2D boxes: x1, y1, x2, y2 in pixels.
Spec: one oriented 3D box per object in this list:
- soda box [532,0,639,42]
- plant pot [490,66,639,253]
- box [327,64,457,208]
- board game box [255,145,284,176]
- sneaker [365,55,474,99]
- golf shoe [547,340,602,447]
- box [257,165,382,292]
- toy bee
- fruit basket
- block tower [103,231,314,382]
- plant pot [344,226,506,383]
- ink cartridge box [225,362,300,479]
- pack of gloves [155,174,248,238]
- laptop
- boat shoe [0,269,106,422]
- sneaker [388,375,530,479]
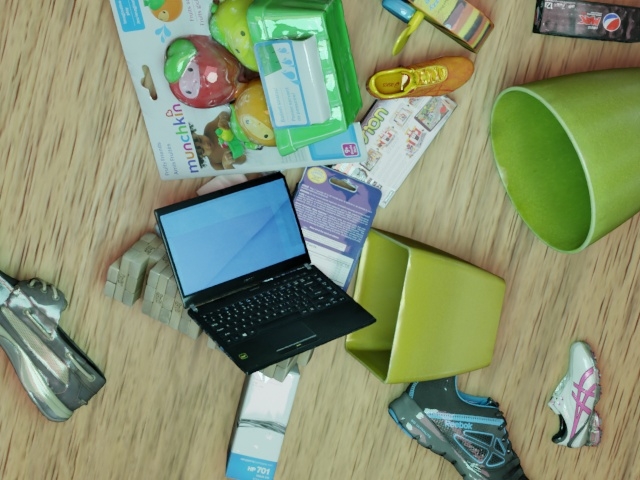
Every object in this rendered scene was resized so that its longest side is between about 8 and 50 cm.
[{"bbox_3d":[0.431,-0.354,1.881,0.169,0.053,0.060,5,98,-4],"label":"soda box"},{"bbox_3d":[0.464,-0.159,1.825,0.294,0.275,0.274,-22,99,-15],"label":"plant pot"},{"bbox_3d":[0.116,-0.168,1.894,0.114,0.036,0.207,35,94,-8],"label":"box"},{"bbox_3d":[-0.073,-0.157,1.890,0.090,0.020,0.090,-32,100,1],"label":"board game box"},{"bbox_3d":[0.159,-0.250,1.833,0.175,0.067,0.064,-15,97,-3],"label":"sneaker"},{"bbox_3d":[0.426,0.261,1.962,0.086,0.067,0.186,-3,99,-2],"label":"golf shoe"},{"bbox_3d":[0.000,0.000,1.870,0.136,0.036,0.225,22,88,-10],"label":"box"},{"bbox_3d":[0.139,-0.380,1.803,0.298,0.162,0.195,11,99,-6],"label":"toy bee"},{"bbox_3d":[-0.127,-0.245,1.764,0.353,0.165,0.327,-6,116,13],"label":"fruit basket"},{"bbox_3d":[-0.168,0.102,1.824,0.335,0.097,0.091,24,125,9],"label":"block tower"},{"bbox_3d":[0.173,0.108,1.862,0.187,0.212,0.212,7,98,-17],"label":"plant pot"},{"bbox_3d":[-0.095,0.281,1.891,0.082,0.139,0.190,15,97,-5],"label":"ink cartridge box"},{"bbox_3d":[-0.150,0.023,1.910,0.195,0.046,0.232,-34,92,6],"label":"pack of gloves"},{"bbox_3d":[-0.081,0.041,1.731,0.234,0.264,0.136,-20,131,-30],"label":"laptop"},{"bbox_3d":[-0.464,0.118,1.862,0.130,0.132,0.355,-32,108,-9],"label":"boat shoe"},{"bbox_3d":[0.276,0.345,1.936,0.341,0.125,0.139,42,89,-11],"label":"sneaker"}]
